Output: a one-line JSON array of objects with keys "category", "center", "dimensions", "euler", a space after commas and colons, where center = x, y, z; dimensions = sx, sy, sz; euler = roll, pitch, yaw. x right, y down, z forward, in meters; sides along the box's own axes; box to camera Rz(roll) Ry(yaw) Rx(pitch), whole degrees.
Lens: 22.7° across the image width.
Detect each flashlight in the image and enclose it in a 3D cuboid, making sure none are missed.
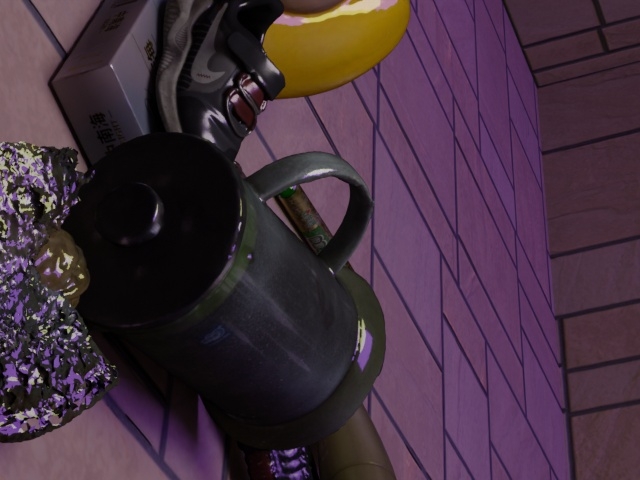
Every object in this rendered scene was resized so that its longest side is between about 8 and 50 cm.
[{"category": "flashlight", "center": [-0.042, 0.245, 1.628], "dimensions": [0.093, 0.093, 0.232], "euler": [-27, 107, -72]}]

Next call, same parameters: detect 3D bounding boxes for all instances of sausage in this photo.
[{"category": "sausage", "center": [0.000, 0.000, 2.017], "dimensions": [0.269, 0.033, 0.033], "euler": [57, 26, -47]}]

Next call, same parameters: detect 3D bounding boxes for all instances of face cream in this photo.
[{"category": "face cream", "center": [0.028, 0.214, 1.842], "dimensions": [0.341, 0.084, 0.137], "euler": [-105, 172, -57]}]

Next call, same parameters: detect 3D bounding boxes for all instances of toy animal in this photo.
[{"category": "toy animal", "center": [-0.077, -0.315, 1.750], "dimensions": [0.247, 0.277, 0.345], "euler": [54, -11, 37]}]

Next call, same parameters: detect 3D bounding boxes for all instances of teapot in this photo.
[{"category": "teapot", "center": [-0.071, 0.026, 1.425], "dimensions": [0.200, 0.270, 0.337], "euler": [51, 3, 34]}]

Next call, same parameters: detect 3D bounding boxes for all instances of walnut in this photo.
[{"category": "walnut", "center": [-0.221, 0.028, 1.236], "dimensions": [0.092, 0.092, 0.092], "euler": [-13, 90, -73]}]

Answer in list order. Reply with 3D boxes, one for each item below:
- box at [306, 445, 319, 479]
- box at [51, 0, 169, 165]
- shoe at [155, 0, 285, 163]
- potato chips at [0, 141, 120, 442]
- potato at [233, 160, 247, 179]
[{"category": "box", "center": [-0.021, 0.298, 1.742], "dimensions": [0.126, 0.027, 0.125], "euler": [-47, 122, -69]}, {"category": "box", "center": [-0.169, -0.148, 1.540], "dimensions": [0.243, 0.067, 0.155], "euler": [-76, 147, -57]}, {"category": "shoe", "center": [-0.087, -0.156, 1.500], "dimensions": [0.099, 0.112, 0.227], "euler": [56, 23, -48]}, {"category": "potato chips", "center": [-0.224, 0.037, 1.156], "dimensions": [0.202, 0.029, 0.220], "euler": [1, 87, -44]}, {"category": "potato", "center": [-0.099, -0.024, 1.682], "dimensions": [0.122, 0.061, 0.086], "euler": [54, 28, -55]}]
